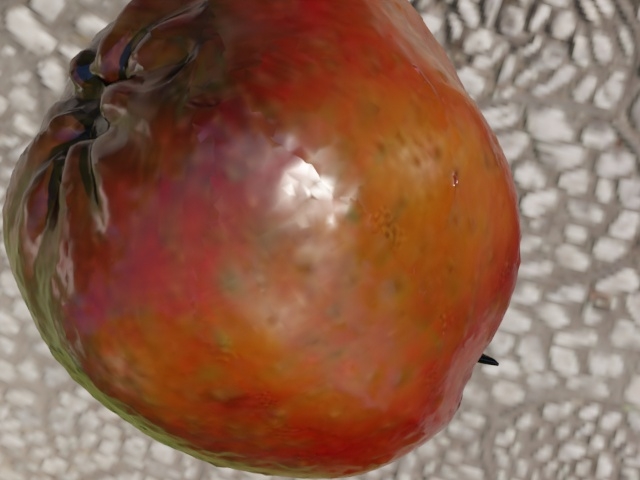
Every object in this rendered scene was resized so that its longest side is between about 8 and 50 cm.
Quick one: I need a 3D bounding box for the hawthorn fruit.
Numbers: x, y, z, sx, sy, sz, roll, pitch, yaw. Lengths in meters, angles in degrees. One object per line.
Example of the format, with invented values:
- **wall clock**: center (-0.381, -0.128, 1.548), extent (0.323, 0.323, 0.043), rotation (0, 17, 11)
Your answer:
- **hawthorn fruit**: center (0.000, 0.000, 0.819), extent (0.300, 0.254, 0.254), rotation (27, 140, -34)
